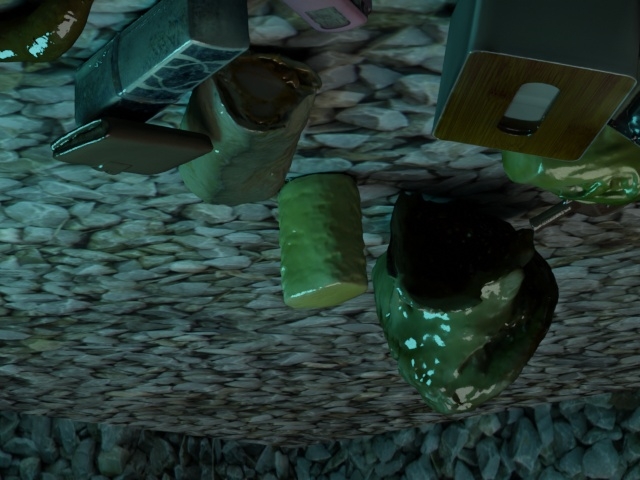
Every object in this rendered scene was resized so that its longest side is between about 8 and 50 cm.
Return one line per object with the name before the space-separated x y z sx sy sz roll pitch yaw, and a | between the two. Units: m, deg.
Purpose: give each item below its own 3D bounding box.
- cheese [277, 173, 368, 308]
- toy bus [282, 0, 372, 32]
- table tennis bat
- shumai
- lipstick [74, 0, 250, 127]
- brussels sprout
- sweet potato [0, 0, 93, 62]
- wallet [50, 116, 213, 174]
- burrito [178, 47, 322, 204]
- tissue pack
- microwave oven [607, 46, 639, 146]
cheese | 0.000 0.000 2.297 0.123 0.167 0.094 -13 158 24
toy bus | -0.011 -0.253 1.527 0.063 0.090 0.203 -9 163 22
table tennis bat | 0.347 -0.094 2.327 0.170 0.119 0.107 -31 129 15
shumai | 0.155 0.044 2.422 0.292 0.330 0.288 -46 128 12
lipstick | -0.167 -0.186 1.763 0.077 0.076 0.289 6 162 -30
brussels sprout | 0.318 -0.122 1.959 0.223 0.161 0.223 7 -174 -1
sweet potato | -0.302 -0.204 1.719 0.249 0.059 0.069 -10 143 36
wallet | -0.206 -0.103 1.858 0.118 0.039 0.152 -19 164 40
burrito | -0.087 -0.123 1.962 0.143 0.105 0.299 -4 163 -11
tissue pack | 0.210 -0.188 1.673 0.159 0.136 0.246 9 163 -2
microwave oven | 0.412 -0.162 1.613 0.237 0.181 0.295 35 163 4
